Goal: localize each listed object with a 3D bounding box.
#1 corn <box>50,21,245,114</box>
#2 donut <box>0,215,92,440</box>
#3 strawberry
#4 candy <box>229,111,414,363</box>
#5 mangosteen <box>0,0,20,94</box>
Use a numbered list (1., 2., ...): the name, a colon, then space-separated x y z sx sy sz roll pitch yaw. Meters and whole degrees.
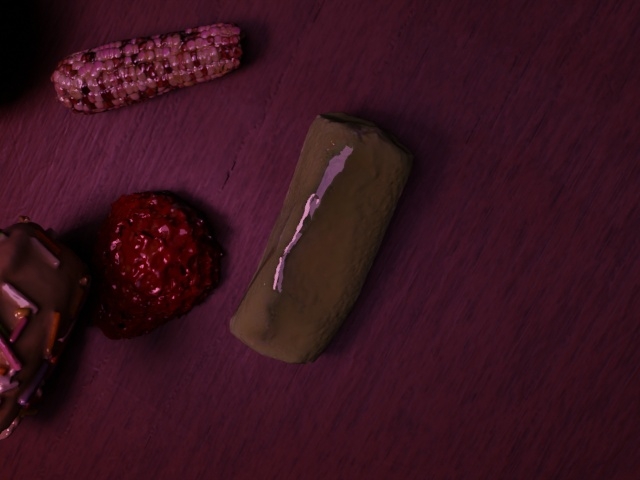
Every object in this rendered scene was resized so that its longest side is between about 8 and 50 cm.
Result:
1. corn: -0.235 -0.236 1.216 0.281 0.092 0.092 -11 94 9
2. donut: -0.417 0.129 1.174 0.150 0.371 0.307 24 70 -10
3. strawberry: -0.254 0.047 1.235 0.190 0.111 0.236 36 102 4
4. candy: 0.000 0.000 1.176 0.142 0.132 0.343 17 105 -34
5. mangosteen: -0.552 -0.289 1.156 0.297 0.313 0.296 -1 85 17
